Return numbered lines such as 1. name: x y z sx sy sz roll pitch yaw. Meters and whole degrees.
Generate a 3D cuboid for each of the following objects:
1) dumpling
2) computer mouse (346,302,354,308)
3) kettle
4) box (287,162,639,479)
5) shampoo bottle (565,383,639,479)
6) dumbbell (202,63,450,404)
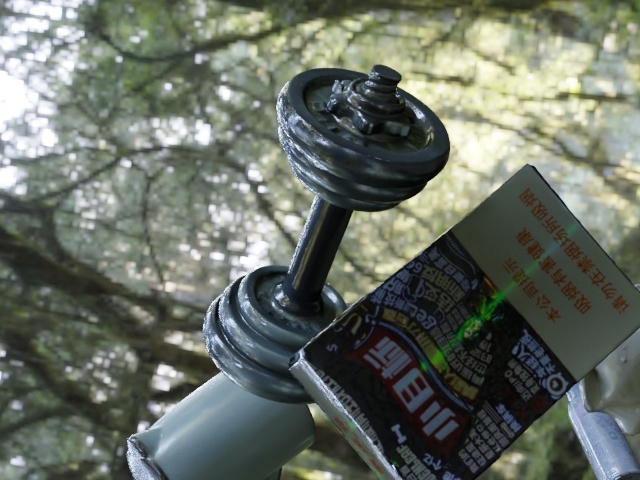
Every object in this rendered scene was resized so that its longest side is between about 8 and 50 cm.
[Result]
1. dumpling: 0.387 0.141 1.571 0.118 0.136 0.199 85 -159 -85
2. computer mouse: 0.057 0.146 2.206 0.047 0.135 0.079 -39 -53 -47
3. kettle: -0.135 0.309 1.752 0.236 0.161 0.221 -34 -66 -28
4. box: 0.147 0.094 1.218 0.310 0.198 0.084 -39 -2 -18
5. shampoo bottle: 0.425 0.294 1.902 0.214 0.072 0.072 -107 9 -49
6. dumbbell: 0.000 0.000 1.277 0.406 0.179 0.179 -68 -6 32
